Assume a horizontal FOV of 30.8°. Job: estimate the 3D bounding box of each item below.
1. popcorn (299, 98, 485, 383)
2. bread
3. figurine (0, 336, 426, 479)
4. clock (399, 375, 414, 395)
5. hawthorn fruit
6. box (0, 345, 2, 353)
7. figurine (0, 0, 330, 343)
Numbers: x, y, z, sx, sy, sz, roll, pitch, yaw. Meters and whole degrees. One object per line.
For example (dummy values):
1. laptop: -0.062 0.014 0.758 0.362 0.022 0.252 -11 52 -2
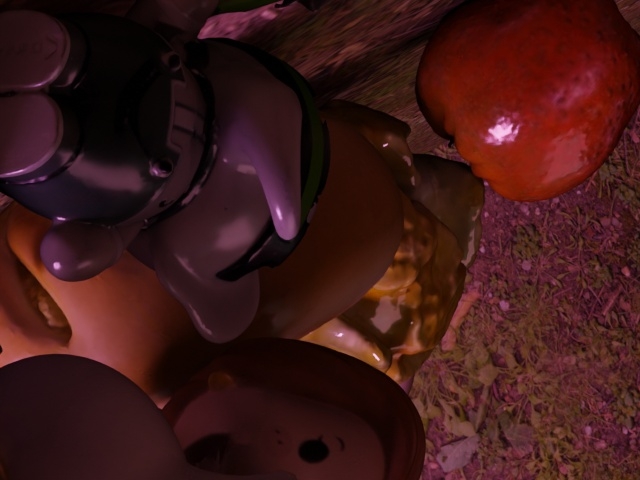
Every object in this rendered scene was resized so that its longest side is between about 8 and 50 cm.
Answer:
1. popcorn: -0.006 0.002 0.976 0.276 0.276 0.225 -31 -164 52
2. bread: -0.109 0.025 0.698 0.333 0.160 0.333 -31 177 -2
3. figurine: -0.058 0.113 0.490 0.190 0.142 0.263 -2 177 43
4. clock: -0.089 0.085 1.128 0.310 0.284 0.114 -17 146 -19
5. hawthorn fruit: 0.172 -0.129 0.933 0.189 0.189 0.189 -30 179 -1
6. box: -0.230 0.049 0.376 0.220 0.064 0.141 -31 160 -12
7. figurine: -0.055 -0.036 0.457 0.126 0.147 0.192 -9 168 23
